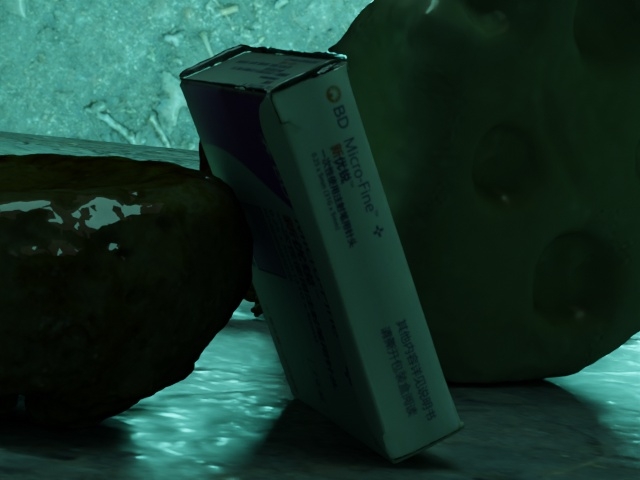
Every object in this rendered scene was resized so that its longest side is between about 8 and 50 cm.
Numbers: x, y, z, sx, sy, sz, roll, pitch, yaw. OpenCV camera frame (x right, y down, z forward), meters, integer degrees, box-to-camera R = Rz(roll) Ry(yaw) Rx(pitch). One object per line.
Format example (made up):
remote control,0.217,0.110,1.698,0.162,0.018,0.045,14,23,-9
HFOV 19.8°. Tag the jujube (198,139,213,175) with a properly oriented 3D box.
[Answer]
jujube,-0.003,-0.099,1.954,0.232,0.213,0.213,4,6,-32

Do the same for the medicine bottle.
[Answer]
medicine bottle,0.000,0.000,0.945,0.052,0.201,0.171,-22,15,-15

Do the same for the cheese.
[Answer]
cheese,0.129,-0.057,1.169,0.326,0.318,0.115,-39,35,-18

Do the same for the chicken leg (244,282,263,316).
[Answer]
chicken leg,-0.110,0.007,1.333,0.207,0.101,0.085,14,49,6

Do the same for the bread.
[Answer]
bread,-0.152,0.022,0.937,0.230,0.123,0.230,-1,12,0
